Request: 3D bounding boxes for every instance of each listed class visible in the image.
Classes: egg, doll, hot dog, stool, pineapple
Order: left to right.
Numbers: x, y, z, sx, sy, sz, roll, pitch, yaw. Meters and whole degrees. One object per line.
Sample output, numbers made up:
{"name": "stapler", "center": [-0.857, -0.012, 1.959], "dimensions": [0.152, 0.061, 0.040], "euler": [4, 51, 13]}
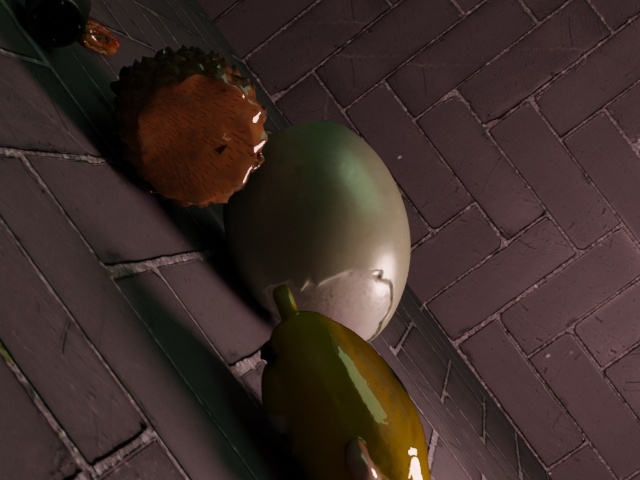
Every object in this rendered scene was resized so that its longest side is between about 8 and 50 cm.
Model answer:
{"name": "stool", "center": [-0.379, -0.332, 1.612], "dimensions": [0.096, 0.096, 0.110], "euler": [48, 15, -31]}
{"name": "hot dog", "center": [-0.371, -0.340, 1.870], "dimensions": [0.062, 0.038, 0.144], "euler": [54, 8, 6]}
{"name": "pineapple", "center": [-0.210, -0.187, 1.649], "dimensions": [0.223, 0.223, 0.357], "euler": [49, -2, -24]}
{"name": "egg", "center": [0.000, 0.000, 1.699], "dimensions": [0.278, 0.278, 0.336], "euler": [21, 48, -75]}
{"name": "doll", "center": [0.067, 0.282, 1.346], "dimensions": [0.423, 0.161, 0.348], "euler": [59, -3, 31]}

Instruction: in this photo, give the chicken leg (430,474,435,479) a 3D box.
{"name": "chicken leg", "center": [0.160, 0.394, 1.745], "dimensions": [0.205, 0.053, 0.093], "euler": [54, -7, -22]}
